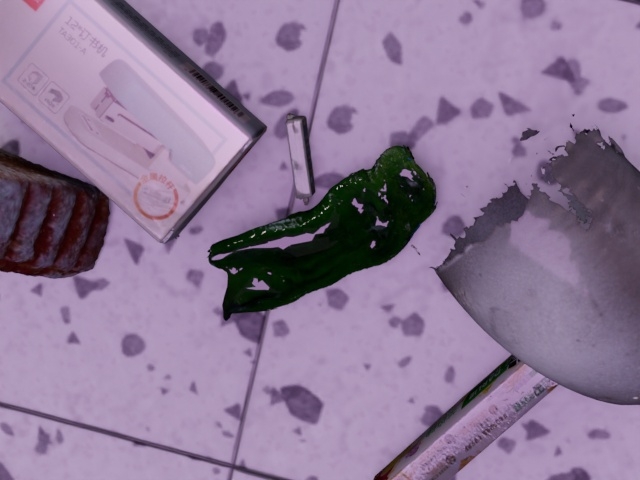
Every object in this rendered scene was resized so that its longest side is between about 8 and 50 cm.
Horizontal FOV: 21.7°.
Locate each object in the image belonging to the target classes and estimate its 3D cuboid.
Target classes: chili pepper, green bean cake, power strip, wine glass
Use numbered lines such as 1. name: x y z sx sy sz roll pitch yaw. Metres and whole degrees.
1. chili pepper: 0.000 0.001 1.467 0.224 0.061 0.098 -31 124 5
2. green bean cake: -0.330 -0.044 1.481 0.233 0.198 0.097 21 94 20
3. power strip: -0.017 -0.072 1.479 0.017 0.027 0.083 -6 101 11
4. wine glass: 0.262 0.070 1.383 0.357 0.190 0.190 45 103 0

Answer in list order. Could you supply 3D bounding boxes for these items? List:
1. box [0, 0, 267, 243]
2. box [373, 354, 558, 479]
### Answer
1. box: -0.191 -0.132 1.467 0.269 0.079 0.135 42 103 -1
2. box: 0.129 0.168 1.490 0.207 0.050 0.041 -43 93 13
